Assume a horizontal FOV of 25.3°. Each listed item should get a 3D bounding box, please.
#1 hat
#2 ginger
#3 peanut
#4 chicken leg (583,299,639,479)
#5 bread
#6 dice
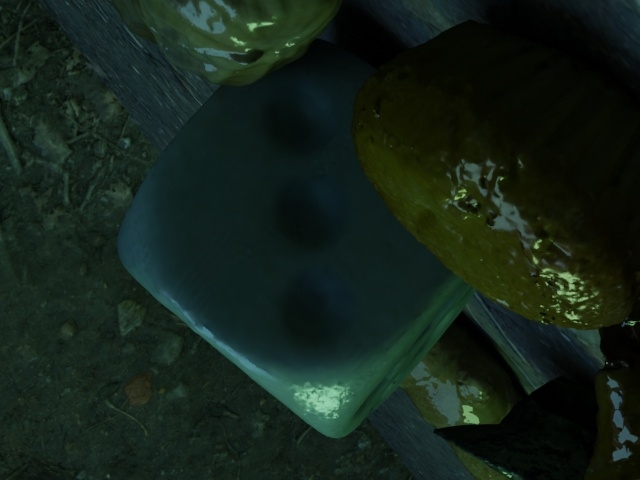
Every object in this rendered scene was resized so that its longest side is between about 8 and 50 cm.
[{"bbox_3d":[0.267,0.223,1.547,0.266,0.128,0.265,32,175,3],"label":"hat"},{"bbox_3d":[0.198,0.211,1.860,0.354,0.126,0.190,48,161,-28],"label":"ginger"},{"bbox_3d":[-0.088,-0.226,1.152,0.174,0.158,0.340,58,172,-34],"label":"peanut"},{"bbox_3d":[0.308,0.188,1.082,0.295,0.182,0.409,-4,107,35],"label":"chicken leg"},{"bbox_3d":[0.132,-0.042,0.946,0.240,0.139,0.240,45,172,9],"label":"bread"},{"bbox_3d":[0.000,0.000,1.270,0.262,0.268,0.264,40,174,11],"label":"dice"}]
